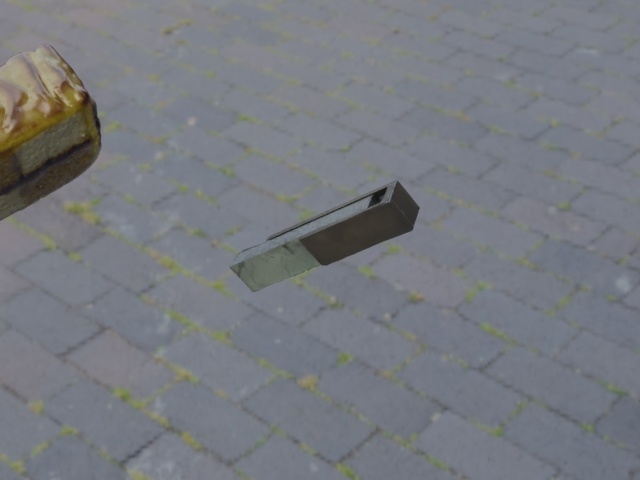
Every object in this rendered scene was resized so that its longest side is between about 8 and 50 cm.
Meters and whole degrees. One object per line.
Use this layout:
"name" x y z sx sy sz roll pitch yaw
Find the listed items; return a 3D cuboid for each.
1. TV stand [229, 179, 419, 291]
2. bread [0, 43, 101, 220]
"TV stand" 0.000 0.000 1.316 0.256 0.049 0.040 -23 30 37
"bread" -0.332 -0.088 1.131 0.222 0.181 0.096 -34 76 -24
